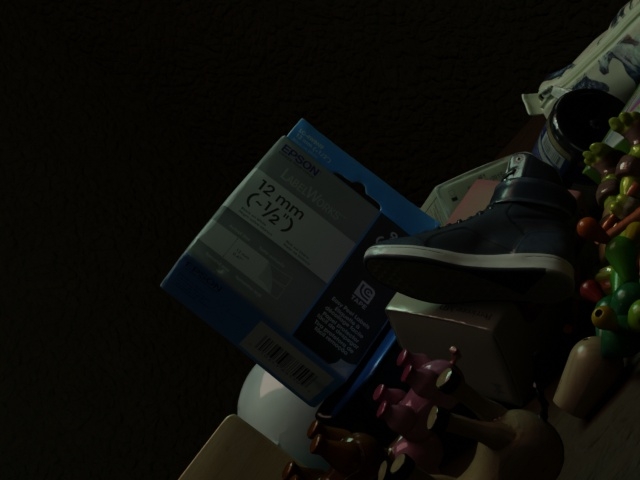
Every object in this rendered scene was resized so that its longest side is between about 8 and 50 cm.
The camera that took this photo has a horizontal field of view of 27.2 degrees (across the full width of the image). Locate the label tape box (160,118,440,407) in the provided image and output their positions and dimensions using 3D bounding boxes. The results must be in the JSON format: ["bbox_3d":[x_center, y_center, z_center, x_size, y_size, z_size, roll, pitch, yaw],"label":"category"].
[{"bbox_3d":[0.000,0.000,1.691,0.347,0.249,0.115,-53,2,-33],"label":"label tape box"}]

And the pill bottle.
[{"bbox_3d":[0.350,-0.100,1.846,0.123,0.123,0.219,-52,-12,-32],"label":"pill bottle"}]

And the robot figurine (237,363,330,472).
[{"bbox_3d":[0.011,0.239,1.840,0.353,0.200,0.299,14,-93,-68],"label":"robot figurine"}]

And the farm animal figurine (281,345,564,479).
[{"bbox_3d":[0.073,0.266,1.090,0.326,0.172,0.330,-65,13,-20],"label":"farm animal figurine"}]

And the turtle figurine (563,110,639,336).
[{"bbox_3d":[0.323,-0.025,1.399,0.269,0.087,0.217,95,-175,-60],"label":"turtle figurine"}]

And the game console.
[{"bbox_3d":[0.143,0.150,1.674,0.173,0.250,0.293,-5,39,49],"label":"game console"}]

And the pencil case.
[{"bbox_3d":[0.463,-0.273,1.831,0.184,0.160,0.410,-1,-30,-29],"label":"pencil case"}]

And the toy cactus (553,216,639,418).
[{"bbox_3d":[0.261,0.073,1.194,0.180,0.112,0.219,-62,8,9],"label":"toy cactus"}]

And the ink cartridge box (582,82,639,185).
[{"bbox_3d":[0.433,-0.164,1.502,0.189,0.097,0.255,-52,0,-32],"label":"ink cartridge box"}]

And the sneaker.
[{"bbox_3d":[0.168,-0.016,1.438,0.086,0.226,0.163,74,-156,-53],"label":"sneaker"}]

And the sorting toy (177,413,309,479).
[{"bbox_3d":[-0.069,0.367,1.416,0.257,0.255,0.089,-52,-15,-13],"label":"sorting toy"}]

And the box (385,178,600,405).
[{"bbox_3d":[0.204,0.054,1.526,0.149,0.127,0.232,9,48,37],"label":"box"}]

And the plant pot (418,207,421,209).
[{"bbox_3d":[0.167,0.079,2.411,0.237,0.237,0.254,-52,-11,-4],"label":"plant pot"}]

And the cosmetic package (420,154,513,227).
[{"bbox_3d":[0.229,-0.005,1.937,0.129,0.153,0.296,-23,-7,-8],"label":"cosmetic package"}]
